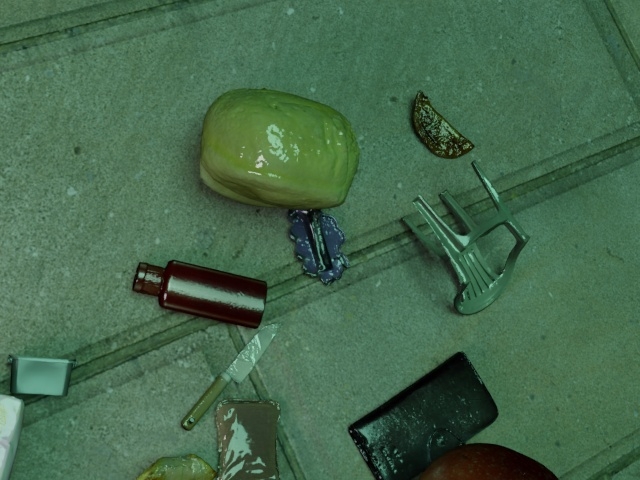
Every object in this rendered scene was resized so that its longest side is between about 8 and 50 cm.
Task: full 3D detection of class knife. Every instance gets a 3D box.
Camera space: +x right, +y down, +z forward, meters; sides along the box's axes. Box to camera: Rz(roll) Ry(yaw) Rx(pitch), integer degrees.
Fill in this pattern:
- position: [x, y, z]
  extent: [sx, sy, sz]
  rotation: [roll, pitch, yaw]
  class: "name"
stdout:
- position: [-0.171, 0.267, 1.830]
  extent: [0.047, 0.017, 0.298]
  rotation: [43, 61, -7]
  class: "knife"

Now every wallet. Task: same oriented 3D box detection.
- position: [0.224, 0.381, 1.933]
  extent: [0.318, 0.045, 0.172]
  rotation: [-28, 84, -24]
  class: "wallet"

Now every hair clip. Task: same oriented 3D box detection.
- position: [0.000, 0.000, 1.959]
  extent: [0.124, 0.052, 0.195]
  rotation: [-17, 86, -19]
  class: "hair clip"

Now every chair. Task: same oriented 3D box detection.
- position: [0.324, 0.006, 2.023]
  extent: [0.203, 0.190, 0.275]
  rotation: [-30, 79, -25]
  class: "chair"

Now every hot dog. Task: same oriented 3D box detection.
- position: [-0.277, 0.437, 1.713]
  extent: [0.169, 0.061, 0.078]
  rotation: [6, 104, -40]
  class: "hot dog"

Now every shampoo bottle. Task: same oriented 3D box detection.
- position: [-0.240, 0.100, 1.826]
  extent: [0.260, 0.064, 0.102]
  rotation: [15, 73, -16]
  class: "shampoo bottle"

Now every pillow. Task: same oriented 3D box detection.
- position: [-0.140, 0.414, 1.790]
  extent: [0.135, 0.034, 0.211]
  rotation: [6, 74, -23]
  class: "pillow"

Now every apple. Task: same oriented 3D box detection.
- position: [0.335, 0.566, 1.792]
  extent: [0.348, 0.277, 0.349]
  rotation: [6, 72, -19]
  class: "apple"

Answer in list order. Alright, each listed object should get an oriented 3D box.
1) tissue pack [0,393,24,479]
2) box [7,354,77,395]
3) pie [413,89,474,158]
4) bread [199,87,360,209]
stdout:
- position: [-0.582, 0.373, 1.546]
  extent: [0.124, 0.185, 0.225]
  rotation: [15, 70, -17]
  class: "tissue pack"
- position: [-0.509, 0.246, 1.671]
  extent: [0.122, 0.084, 0.069]
  rotation: [7, 80, -18]
  class: "box"
- position: [0.268, -0.256, 2.146]
  extent: [0.191, 0.033, 0.088]
  rotation: [45, 71, -10]
  class: "pie"
- position: [-0.083, -0.188, 1.843]
  extent: [0.320, 0.320, 0.237]
  rotation: [7, 88, -19]
  class: "bread"
